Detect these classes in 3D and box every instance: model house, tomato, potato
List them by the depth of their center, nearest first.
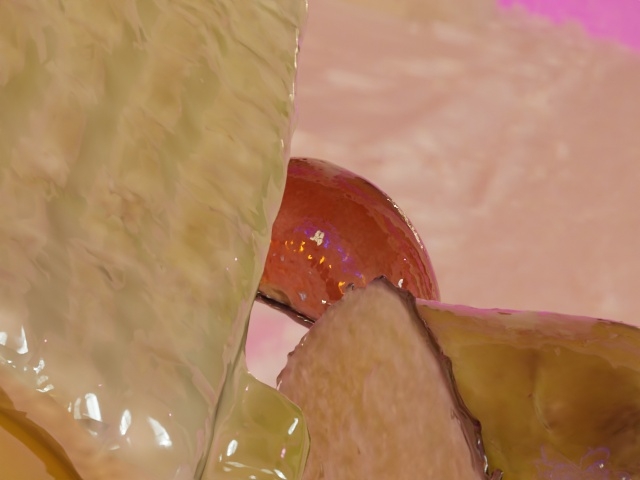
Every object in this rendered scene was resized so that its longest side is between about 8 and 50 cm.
[{"bbox_3d":[-0.113,-0.015,0.407,0.234,0.175,0.193,23,38,-11],"label":"model house"},{"bbox_3d":[0.121,0.176,1.001,0.237,0.301,0.289,4,-22,-34],"label":"potato"},{"bbox_3d":[0.000,0.000,1.314,0.228,0.112,0.199,26,5,4],"label":"tomato"}]
